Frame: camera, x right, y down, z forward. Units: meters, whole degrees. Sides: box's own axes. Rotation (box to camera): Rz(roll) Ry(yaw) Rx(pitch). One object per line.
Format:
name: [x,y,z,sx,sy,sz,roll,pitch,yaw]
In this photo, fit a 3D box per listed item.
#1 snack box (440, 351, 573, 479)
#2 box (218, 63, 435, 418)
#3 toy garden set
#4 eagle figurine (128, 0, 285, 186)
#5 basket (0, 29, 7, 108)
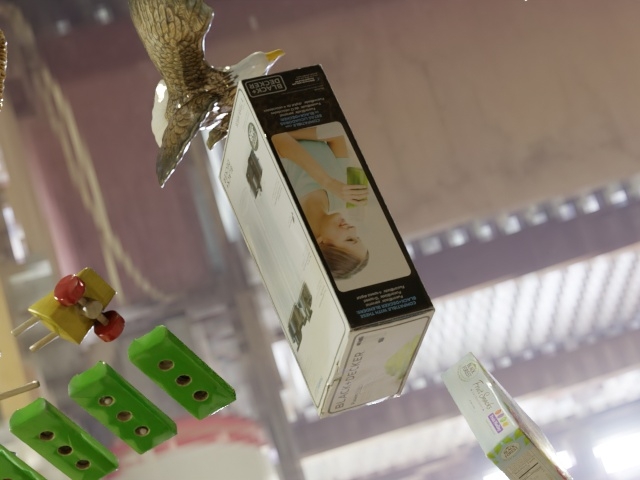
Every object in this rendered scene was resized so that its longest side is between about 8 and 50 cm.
snack box: [0.154,0.159,1.532,0.037,0.100,0.141,-39,24,5]
box: [0.000,0.000,1.817,0.087,0.290,0.169,-13,-31,-19]
toy garden set: [-0.233,0.131,1.721,0.244,0.049,0.204,-30,-49,17]
eagle figurine: [-0.148,-0.184,2.346,0.225,0.226,0.298,-59,-26,9]
basket: [-0.566,-0.158,2.489,0.299,0.213,0.223,3,24,18]
